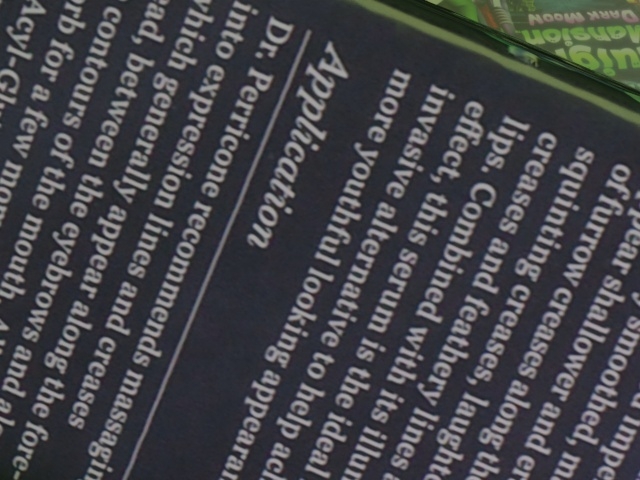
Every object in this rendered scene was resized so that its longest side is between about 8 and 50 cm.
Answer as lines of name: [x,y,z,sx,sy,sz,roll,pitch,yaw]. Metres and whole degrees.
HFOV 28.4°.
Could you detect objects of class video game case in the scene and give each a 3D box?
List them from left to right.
video game case: [0.141,-0.125,0.829,0.190,0.022,0.173,-4,59,-17]

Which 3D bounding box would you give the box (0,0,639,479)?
box: [0.000,0.000,0.514,0.395,0.212,0.293,24,12,1]
